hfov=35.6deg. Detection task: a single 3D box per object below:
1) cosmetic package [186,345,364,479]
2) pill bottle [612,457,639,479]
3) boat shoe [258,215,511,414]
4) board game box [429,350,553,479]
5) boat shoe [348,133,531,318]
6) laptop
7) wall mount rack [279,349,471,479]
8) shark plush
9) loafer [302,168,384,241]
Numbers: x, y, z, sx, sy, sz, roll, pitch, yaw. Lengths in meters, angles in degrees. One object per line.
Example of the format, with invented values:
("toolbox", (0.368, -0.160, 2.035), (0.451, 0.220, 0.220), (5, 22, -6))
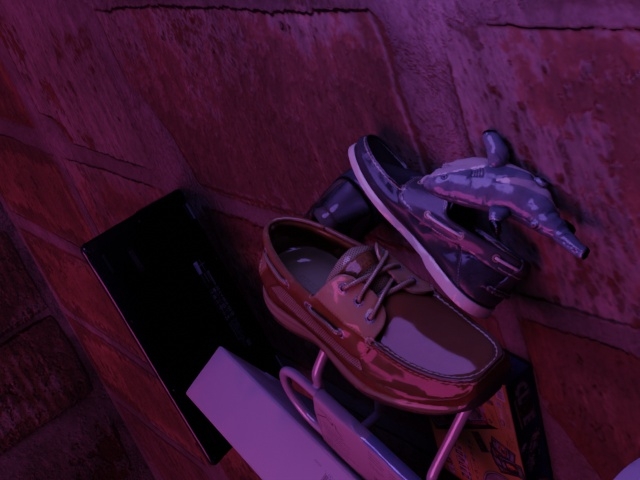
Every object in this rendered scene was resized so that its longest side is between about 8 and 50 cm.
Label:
("cosmetic package", (0.011, 0.323, 1.416), (0.284, 0.097, 0.377), (35, -179, -41))
("pill bottle", (0.362, 0.314, 0.880), (0.264, 0.146, 0.146), (57, 156, -2))
("boat shoe", (0.043, 0.065, 1.016), (0.324, 0.122, 0.120), (24, 143, 41))
("board game box", (0.193, 0.214, 1.189), (0.165, 0.042, 0.243), (27, 144, 47))
("boat shoe", (0.117, -0.031, 1.006), (0.233, 0.084, 0.079), (51, 118, 25))
("laptop", (-0.249, 0.139, 1.680), (0.236, 0.408, 0.382), (-26, 98, 32))
("wall mount rack", (0.092, 0.198, 1.160), (0.350, 0.130, 0.304), (37, 154, 36))
("shark plush", (0.171, -0.024, 0.897), (0.161, 0.067, 0.073), (45, 153, 23))
("loafer", (0.000, 0.000, 1.220), (0.096, 0.084, 0.267), (50, 155, 11))
